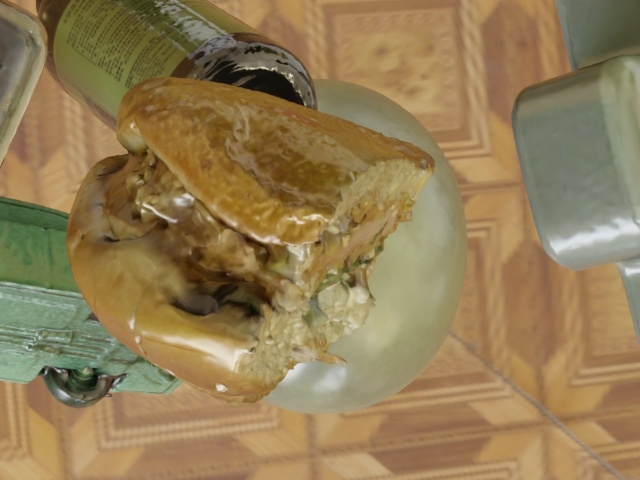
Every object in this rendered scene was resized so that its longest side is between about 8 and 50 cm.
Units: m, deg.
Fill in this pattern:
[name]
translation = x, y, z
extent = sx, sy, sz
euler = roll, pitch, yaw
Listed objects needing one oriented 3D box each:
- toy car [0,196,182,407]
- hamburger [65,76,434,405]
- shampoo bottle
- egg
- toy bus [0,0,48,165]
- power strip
[toy car]
translation = -0.213, 0.035, 1.104
extent = 0.320, 0.141, 0.097
euler = 12, 56, -29
[hamburger]
translation = -0.043, -0.006, 0.865
extent = 0.156, 0.283, 0.144
euler = 20, 97, 10
[shampoo bottle]
translation = -0.114, -0.119, 1.076
extent = 0.101, 0.284, 0.101
euler = -17, 123, -28
[egg]
translation = 0.000, 0.000, 1.493
extent = 0.258, 0.352, 0.258
euler = -5, 127, -7
[toy bus]
translation = -0.221, -0.067, 0.442
extent = 0.289, 0.157, 0.139
euler = 26, 91, -8
[power strip]
translation = 0.141, -0.033, 0.669
extent = 0.193, 0.059, 0.265
euler = -9, 86, -58
